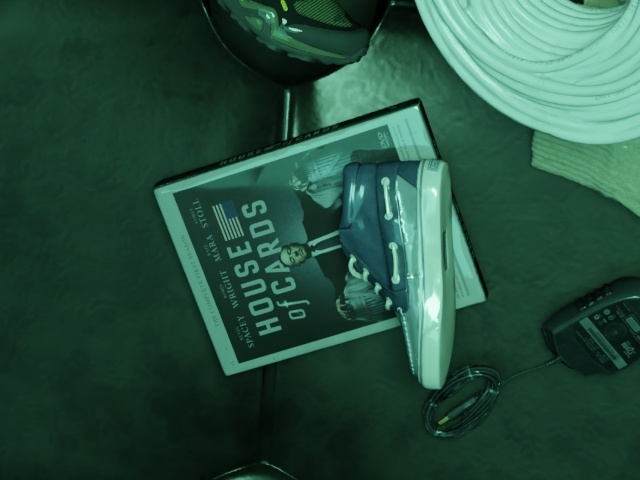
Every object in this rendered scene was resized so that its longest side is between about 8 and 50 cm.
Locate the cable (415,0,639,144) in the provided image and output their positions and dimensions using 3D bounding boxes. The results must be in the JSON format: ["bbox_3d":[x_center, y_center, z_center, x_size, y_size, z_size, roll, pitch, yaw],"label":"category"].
[{"bbox_3d":[0.179,-0.198,1.331,0.257,0.089,0.257,13,122,27],"label":"cable"}]

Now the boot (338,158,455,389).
[{"bbox_3d":[0.062,0.027,1.543,0.086,0.069,0.190,1,99,15],"label":"boot"}]

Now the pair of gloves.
[{"bbox_3d":[0.272,-0.098,1.444,0.204,0.042,0.240,23,139,8],"label":"pair of gloves"}]

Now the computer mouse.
[{"bbox_3d":[0.187,0.097,1.591,0.242,0.041,0.071,-29,117,21],"label":"computer mouse"}]

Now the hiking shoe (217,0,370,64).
[{"bbox_3d":[-0.040,-0.233,1.493,0.227,0.086,0.114,38,112,-3],"label":"hiking shoe"}]

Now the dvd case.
[{"bbox_3d":[0.000,0.000,1.589,0.239,0.029,0.179,-17,104,13],"label":"dvd case"}]
